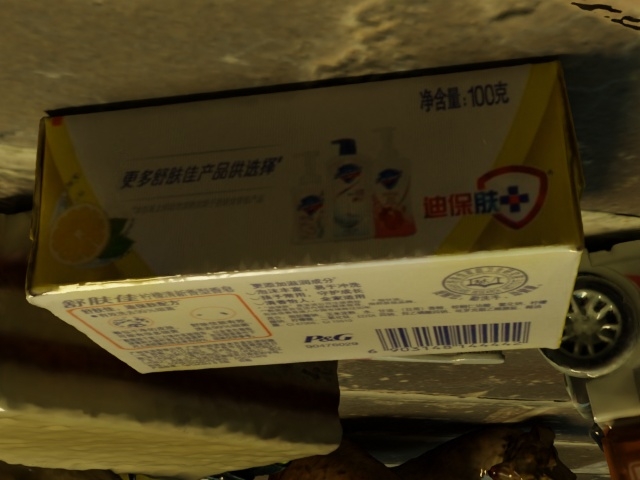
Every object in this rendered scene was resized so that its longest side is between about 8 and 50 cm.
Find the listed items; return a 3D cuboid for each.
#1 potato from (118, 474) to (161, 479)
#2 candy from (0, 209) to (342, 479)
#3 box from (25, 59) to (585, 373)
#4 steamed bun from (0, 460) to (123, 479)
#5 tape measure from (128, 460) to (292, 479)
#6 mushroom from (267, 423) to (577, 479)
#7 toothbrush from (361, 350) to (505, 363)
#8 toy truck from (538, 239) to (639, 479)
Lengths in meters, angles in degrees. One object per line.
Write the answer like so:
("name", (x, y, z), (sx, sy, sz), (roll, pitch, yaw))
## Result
("potato", (-0.263, 0.264, 1.083), (0.271, 0.160, 0.111), (9, 113, -28))
("candy", (-0.149, 0.092, 0.658), (0.179, 0.135, 0.320), (-21, 152, 38))
("box", (0.000, 0.000, 0.486), (0.265, 0.097, 0.168), (-6, 157, 10))
("steamed bun", (-0.296, 0.187, 0.773), (0.428, 0.189, 0.247), (34, 139, -21))
("tape measure", (-0.110, 0.198, 0.944), (0.186, 0.112, 0.199), (17, 153, -40))
("mushroom", (0.103, 0.344, 1.205), (0.334, 0.356, 0.331), (30, -176, 41))
("toothbrush", (0.026, 0.102, 0.830), (0.286, 0.025, 0.020), (-1, 159, 3))
("toy truck", (0.278, 0.180, 0.571), (0.207, 0.388, 0.173), (-17, 154, 18))
